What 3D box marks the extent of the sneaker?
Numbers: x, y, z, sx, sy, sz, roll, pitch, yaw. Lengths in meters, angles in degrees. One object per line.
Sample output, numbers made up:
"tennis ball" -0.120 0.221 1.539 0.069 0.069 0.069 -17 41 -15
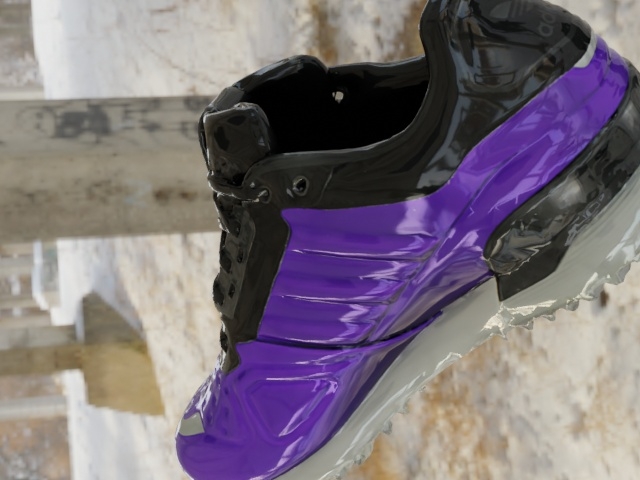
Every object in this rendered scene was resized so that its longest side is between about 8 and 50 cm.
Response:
"sneaker" 0.000 -0.001 0.437 0.293 0.146 0.102 -43 18 35
